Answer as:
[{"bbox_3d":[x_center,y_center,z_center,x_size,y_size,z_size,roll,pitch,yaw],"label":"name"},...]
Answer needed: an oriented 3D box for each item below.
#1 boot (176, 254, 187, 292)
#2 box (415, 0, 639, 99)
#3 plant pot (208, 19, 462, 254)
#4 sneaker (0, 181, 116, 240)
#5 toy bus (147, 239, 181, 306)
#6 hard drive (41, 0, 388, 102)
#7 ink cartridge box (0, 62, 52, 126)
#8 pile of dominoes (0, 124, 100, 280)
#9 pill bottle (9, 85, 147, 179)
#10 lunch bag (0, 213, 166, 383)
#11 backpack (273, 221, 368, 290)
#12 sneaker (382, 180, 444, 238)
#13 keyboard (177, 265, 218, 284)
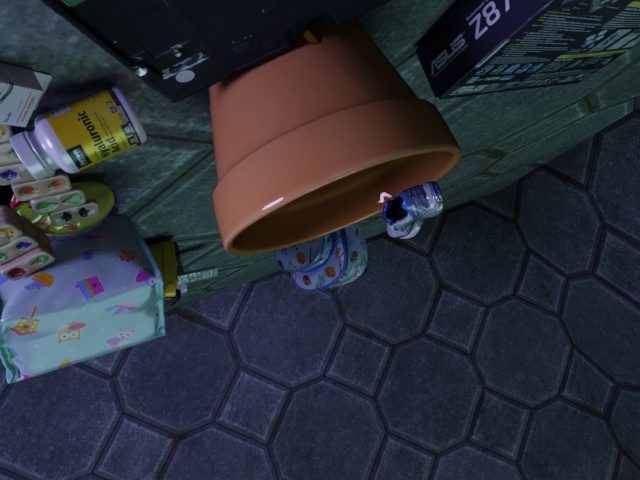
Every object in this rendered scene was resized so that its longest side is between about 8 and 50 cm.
[{"bbox_3d":[-0.482,0.113,1.353,0.123,0.095,0.258,-12,161,-18],"label":"boot"},{"bbox_3d":[0.375,-0.328,0.596,0.394,0.097,0.318,-16,172,-30],"label":"box"},{"bbox_3d":[-0.007,-0.129,0.532,0.290,0.204,0.291,-20,172,-3],"label":"plant pot"},{"bbox_3d":[-0.372,-0.048,0.573,0.208,0.082,0.094,-17,164,-39],"label":"sneaker"},{"bbox_3d":[-0.461,0.092,1.088,0.211,0.150,0.220,-3,167,-24],"label":"toy bus"},{"bbox_3d":[-0.079,-0.218,0.262,0.236,0.064,0.339,-23,172,8],"label":"hard drive"},{"bbox_3d":[-0.286,-0.131,0.393,0.048,0.028,0.083,-41,163,28],"label":"ink cartridge box"},{"bbox_3d":[-0.377,-0.036,0.466,0.195,0.040,0.251,-29,155,-9],"label":"pile of dominoes"},{"bbox_3d":[-0.249,-0.110,0.458,0.116,0.065,0.065,-31,175,-17],"label":"pill bottle"},{"bbox_3d":[-0.387,0.055,0.687,0.223,0.262,0.160,-15,132,-32],"label":"lunch bag"},{"bbox_3d":[0.000,0.000,1.178,0.213,0.264,0.276,-13,169,-44],"label":"backpack"},{"bbox_3d":[0.102,-0.037,0.564,0.058,0.052,0.135,-9,162,-13],"label":"sneaker"},{"bbox_3d":[-0.422,0.117,1.262,0.255,0.014,0.072,-12,155,-17],"label":"keyboard"}]
